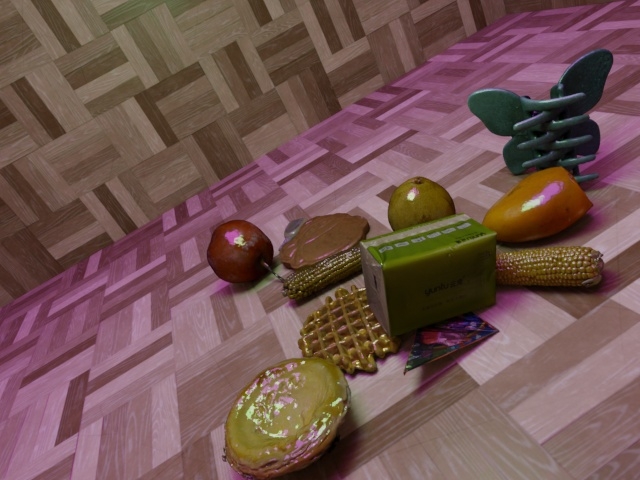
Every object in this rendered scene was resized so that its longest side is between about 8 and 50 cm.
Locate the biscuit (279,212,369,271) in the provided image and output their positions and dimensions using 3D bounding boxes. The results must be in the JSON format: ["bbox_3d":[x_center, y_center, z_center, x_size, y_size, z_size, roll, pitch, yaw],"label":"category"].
[{"bbox_3d":[0.000,0.000,1.704,0.312,0.057,0.351,-38,29,-20],"label":"biscuit"}]

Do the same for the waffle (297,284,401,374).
[{"bbox_3d":[0.084,0.223,1.238,0.329,0.062,0.329,-22,27,12],"label":"waffle"}]

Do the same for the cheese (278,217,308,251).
[{"bbox_3d":[-0.116,-0.020,1.862,0.097,0.037,0.192,-11,33,33],"label":"cheese"}]

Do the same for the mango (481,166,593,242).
[{"bbox_3d":[0.549,-0.078,1.243,0.257,0.138,0.187,-36,43,16],"label":"mango"}]

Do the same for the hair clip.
[{"bbox_3d":[0.648,-0.301,1.343,0.392,0.318,0.238,-13,32,23],"label":"hair clip"}]

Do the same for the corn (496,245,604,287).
[{"bbox_3d":[0.507,0.062,1.093,0.260,0.091,0.091,-5,0,39],"label":"corn"}]

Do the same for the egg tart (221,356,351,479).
[{"bbox_3d":[-0.062,0.389,1.027,0.315,0.120,0.315,-21,27,11],"label":"egg tart"}]

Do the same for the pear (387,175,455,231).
[{"bbox_3d":[0.300,-0.091,1.426,0.209,0.209,0.209,-22,28,12],"label":"pear"}]

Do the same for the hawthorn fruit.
[{"bbox_3d":[-0.279,0.032,1.706,0.263,0.235,0.231,-20,30,19],"label":"hawthorn fruit"}]

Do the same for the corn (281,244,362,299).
[{"bbox_3d":[0.026,0.096,1.476,0.320,0.097,0.097,-25,27,1],"label":"corn"}]

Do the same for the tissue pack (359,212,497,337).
[{"bbox_3d":[0.252,0.076,1.111,0.274,0.200,0.167,-16,27,-10],"label":"tissue pack"}]

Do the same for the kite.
[{"bbox_3d":[0.289,0.204,1.093,0.234,0.016,0.321,3,31,23],"label":"kite"}]
